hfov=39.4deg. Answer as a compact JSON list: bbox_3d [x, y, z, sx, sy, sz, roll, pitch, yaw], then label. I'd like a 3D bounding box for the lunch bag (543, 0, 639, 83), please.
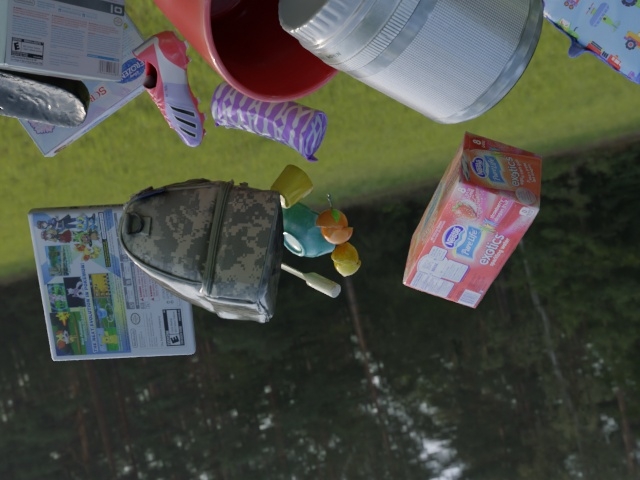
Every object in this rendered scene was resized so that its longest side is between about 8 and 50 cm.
[{"bbox_3d":[0.483,-0.404,1.392,0.293,0.221,0.138,-57,168,28],"label":"lunch bag"}]

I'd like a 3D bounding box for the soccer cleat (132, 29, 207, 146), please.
[{"bbox_3d":[-0.268,-0.260,1.593,0.095,0.083,0.248,-28,142,-20],"label":"soccer cleat"}]

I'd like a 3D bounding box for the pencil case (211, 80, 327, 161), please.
[{"bbox_3d":[-0.089,-0.204,1.497,0.206,0.088,0.086,22,-162,24],"label":"pencil case"}]

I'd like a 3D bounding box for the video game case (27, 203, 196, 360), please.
[{"bbox_3d":[-0.417,0.086,1.812,0.299,0.329,0.036,-3,-159,0],"label":"video game case"}]

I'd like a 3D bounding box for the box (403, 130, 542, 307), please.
[{"bbox_3d":[0.274,-0.032,1.638,0.154,0.142,0.300,17,138,-3],"label":"box"}]

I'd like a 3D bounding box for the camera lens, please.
[{"bbox_3d":[0.115,-0.284,1.090,0.274,0.220,0.219,23,163,-28],"label":"camera lens"}]

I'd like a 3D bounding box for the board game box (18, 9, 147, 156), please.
[{"bbox_3d":[-0.540,-0.395,1.883,0.318,0.318,0.066,-34,-176,3],"label":"board game box"}]

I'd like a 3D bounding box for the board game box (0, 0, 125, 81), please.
[{"bbox_3d":[-0.406,-0.404,1.350,0.097,0.304,0.224,9,-174,33],"label":"board game box"}]

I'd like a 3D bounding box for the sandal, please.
[{"bbox_3d":[-0.627,-0.260,1.530,0.445,0.107,0.168,10,153,-3],"label":"sandal"}]

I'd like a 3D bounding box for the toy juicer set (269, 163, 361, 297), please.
[{"bbox_3d":[0.000,0.000,1.760,0.089,0.209,0.329,-46,161,-25],"label":"toy juicer set"}]

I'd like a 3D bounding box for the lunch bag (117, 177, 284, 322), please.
[{"bbox_3d":[-0.201,0.014,1.562,0.255,0.213,0.305,7,168,1],"label":"lunch bag"}]

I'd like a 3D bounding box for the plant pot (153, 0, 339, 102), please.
[{"bbox_3d":[-0.104,-0.356,1.225,0.274,0.275,0.243,-15,-144,-35],"label":"plant pot"}]
